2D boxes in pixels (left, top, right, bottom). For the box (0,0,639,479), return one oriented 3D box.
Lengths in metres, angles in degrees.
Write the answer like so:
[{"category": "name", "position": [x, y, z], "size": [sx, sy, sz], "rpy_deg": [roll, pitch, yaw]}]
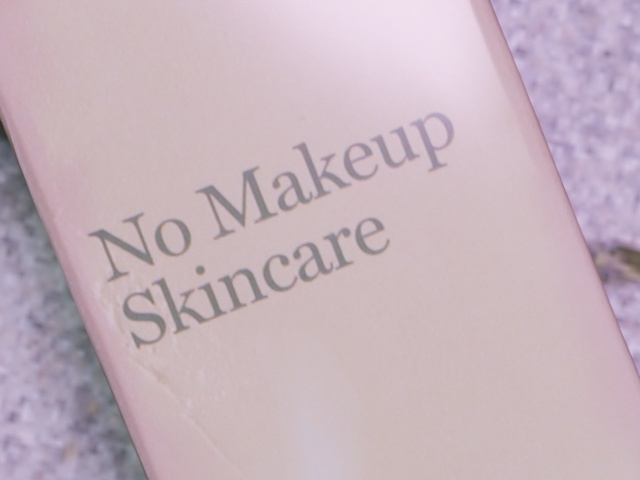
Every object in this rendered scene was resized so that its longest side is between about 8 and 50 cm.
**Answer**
[{"category": "box", "position": [0.000, 0.000, 0.574], "size": [0.148, 0.121, 0.311], "rpy_deg": [-23, 92, 1]}]
